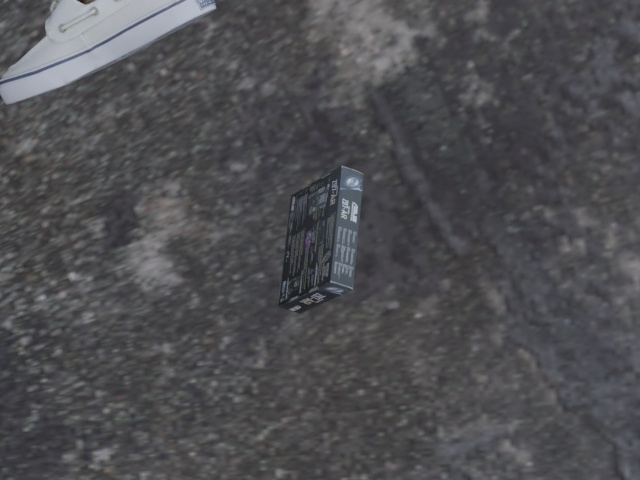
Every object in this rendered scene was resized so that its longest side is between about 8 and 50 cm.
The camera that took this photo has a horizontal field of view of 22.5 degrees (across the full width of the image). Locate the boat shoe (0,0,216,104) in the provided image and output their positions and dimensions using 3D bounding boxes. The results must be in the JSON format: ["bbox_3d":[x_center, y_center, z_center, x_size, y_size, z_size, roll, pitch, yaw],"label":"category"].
[{"bbox_3d":[-0.090,-0.086,0.639,0.035,0.100,0.035,64,25,-6],"label":"boat shoe"}]

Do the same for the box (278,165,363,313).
[{"bbox_3d":[0.000,0.000,1.063,0.018,0.067,0.083,18,64,-28],"label":"box"}]
